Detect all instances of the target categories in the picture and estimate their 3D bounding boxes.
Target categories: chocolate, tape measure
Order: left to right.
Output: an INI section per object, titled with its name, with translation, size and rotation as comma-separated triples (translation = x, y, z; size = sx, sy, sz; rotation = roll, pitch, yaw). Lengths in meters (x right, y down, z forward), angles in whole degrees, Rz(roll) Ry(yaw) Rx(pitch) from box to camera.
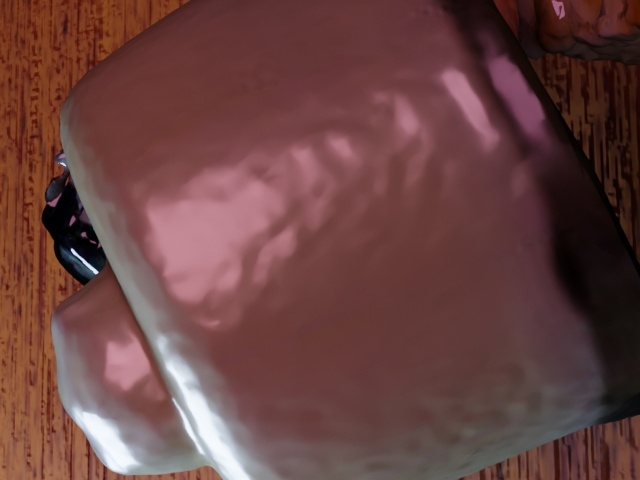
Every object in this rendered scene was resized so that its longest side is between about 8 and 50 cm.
[tape measure]
translation = -0.092, 0.007, 1.122
size = 0.107, 0.181, 0.182
rotation = -62, 20, 5
[chocolate]
translation = 0.000, 0.000, 0.916
size = 0.297, 0.326, 0.314
rotation = -27, 78, 8

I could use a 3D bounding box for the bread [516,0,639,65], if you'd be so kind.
[bread]
translation = 0.295, -0.248, 0.774
size = 0.371, 0.279, 0.390
rotation = -177, 92, -67
